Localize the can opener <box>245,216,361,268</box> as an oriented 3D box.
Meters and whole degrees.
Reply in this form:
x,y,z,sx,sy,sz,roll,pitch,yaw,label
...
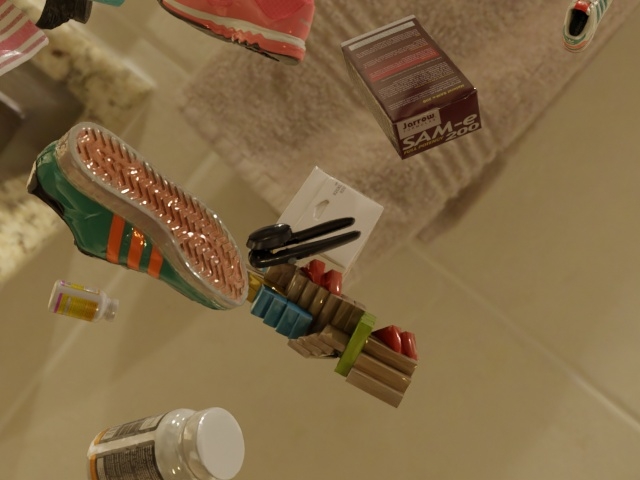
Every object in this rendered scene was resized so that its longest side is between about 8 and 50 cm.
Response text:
x,y,z,sx,sy,sz,roll,pitch,yaw,label
-0.025,0.004,1.410,0.073,0.186,0.059,128,-50,-67,can opener

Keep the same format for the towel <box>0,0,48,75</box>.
x,y,z,sx,sy,sz,roll,pitch,yaw,label
-0.445,-0.274,1.097,0.197,0.029,0.144,44,53,-4,towel

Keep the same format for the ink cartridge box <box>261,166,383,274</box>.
x,y,z,sx,sy,sz,roll,pitch,yaw,label
0.000,0.000,1.897,0.168,0.171,0.232,30,-26,4,ink cartridge box

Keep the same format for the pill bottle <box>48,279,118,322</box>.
x,y,z,sx,sy,sz,roll,pitch,yaw,label
-0.306,0.081,1.185,0.083,0.043,0.043,17,17,-17,pill bottle

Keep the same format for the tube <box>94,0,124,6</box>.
x,y,z,sx,sy,sz,roll,pitch,yaw,label
-0.345,-0.349,1.158,0.207,0.080,0.052,7,2,-38,tube

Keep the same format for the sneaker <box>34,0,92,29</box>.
x,y,z,sx,sy,sz,roll,pitch,yaw,label
-0.448,-0.449,1.623,0.089,0.170,0.051,17,27,-1,sneaker

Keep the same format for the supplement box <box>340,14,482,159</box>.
x,y,z,sx,sy,sz,roll,pitch,yaw,label
0.130,-0.232,1.358,0.239,0.130,0.073,-115,-177,-47,supplement box

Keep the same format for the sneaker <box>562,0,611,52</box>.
x,y,z,sx,sy,sz,roll,pitch,yaw,label
0.442,-0.391,1.502,0.057,0.161,0.075,24,7,17,sneaker

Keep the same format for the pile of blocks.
x,y,z,sx,sy,sz,roll,pitch,yaw,label
0.004,0.102,1.357,0.362,0.112,0.149,31,9,28,pile of blocks

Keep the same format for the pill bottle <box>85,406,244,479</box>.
x,y,z,sx,sy,sz,roll,pitch,yaw,label
-0.288,0.401,1.698,0.162,0.278,0.162,34,47,-45,pill bottle

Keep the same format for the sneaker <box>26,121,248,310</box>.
x,y,z,sx,sy,sz,roll,pitch,yaw,label
-0.219,-0.012,1.114,0.302,0.121,0.108,45,39,-24,sneaker

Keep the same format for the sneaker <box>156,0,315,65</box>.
x,y,z,sx,sy,sz,roll,pitch,yaw,label
-0.138,-0.402,1.549,0.314,0.136,0.116,25,5,23,sneaker
